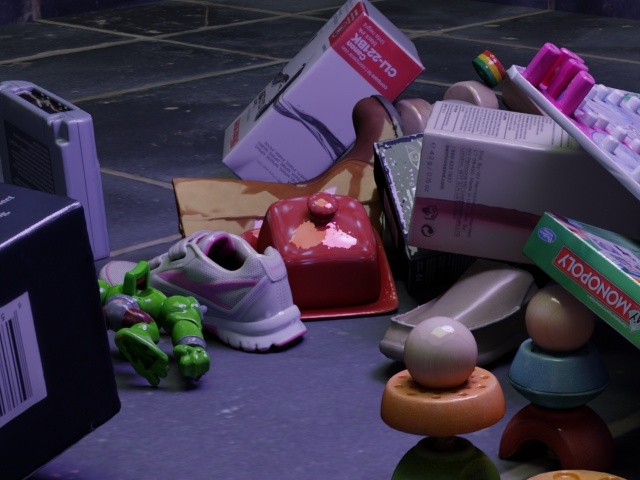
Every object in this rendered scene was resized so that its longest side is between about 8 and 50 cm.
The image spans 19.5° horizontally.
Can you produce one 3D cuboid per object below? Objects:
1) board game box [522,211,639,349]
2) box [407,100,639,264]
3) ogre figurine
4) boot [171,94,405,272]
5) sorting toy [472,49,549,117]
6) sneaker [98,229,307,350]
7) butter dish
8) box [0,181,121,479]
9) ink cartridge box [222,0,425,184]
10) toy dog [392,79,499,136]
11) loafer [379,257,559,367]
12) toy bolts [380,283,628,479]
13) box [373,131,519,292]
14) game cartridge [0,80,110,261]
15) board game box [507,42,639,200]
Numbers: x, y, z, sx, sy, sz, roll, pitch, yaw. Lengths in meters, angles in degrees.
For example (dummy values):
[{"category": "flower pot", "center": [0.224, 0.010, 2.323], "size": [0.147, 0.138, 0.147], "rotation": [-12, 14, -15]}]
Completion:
[{"category": "board game box", "center": [0.344, 0.072, 1.624], "size": [0.317, 0.046, 0.213], "rotation": [14, 21, -46]}, {"category": "box", "center": [0.216, -0.054, 1.915], "size": [0.232, 0.127, 0.148], "rotation": [9, 17, 6]}, {"category": "ogre figurine", "center": [-0.193, 0.083, 1.859], "size": [0.197, 0.097, 0.118], "rotation": [-7, 24, 21]}, {"category": "boot", "center": [-0.035, -0.060, 2.215], "size": [0.280, 0.096, 0.264], "rotation": [-4, 60, -5]}, {"category": "sorting toy", "center": [0.299, -0.155, 2.391], "size": [0.046, 0.274, 0.132], "rotation": [-37, -12, -5]}, {"category": "sneaker", "center": [-0.127, 0.039, 1.976], "size": [0.252, 0.111, 0.103], "rotation": [7, 18, 28]}, {"category": "butter dish", "center": [0.000, 0.000, 2.040], "size": [0.160, 0.118, 0.160], "rotation": [-4, 39, -10]}, {"category": "box", "center": [-0.419, 0.082, 1.550], "size": [0.395, 0.212, 0.293], "rotation": [13, 32, 35]}, {"category": "ink cartridge box", "center": [-0.001, -0.182, 2.465], "size": [0.114, 0.273, 0.197], "rotation": [41, 10, -12]}, {"category": "toy dog", "center": [0.213, -0.075, 2.379], "size": [0.220, 0.161, 0.334], "rotation": [-4, 30, -19]}, {"category": "loafer", "center": [0.164, 0.067, 1.890], "size": [0.268, 0.092, 0.102], "rotation": [-13, 16, -42]}, {"category": "toy bolts", "center": [0.183, 0.132, 1.533], "size": [0.218, 0.158, 0.228], "rotation": [9, 19, 33]}, {"category": "box", "center": [0.154, -0.041, 2.098], "size": [0.158, 0.156, 0.093], "rotation": [-13, -27, -5]}, {"category": "game cartridge", "center": [-0.324, -0.076, 2.242], "size": [0.060, 0.196, 0.294], "rotation": [-8, 17, -23]}, {"category": "board game box", "center": [0.398, -0.040, 1.790], "size": [0.390, 0.050, 0.390], "rotation": [46, 20, 21]}]
